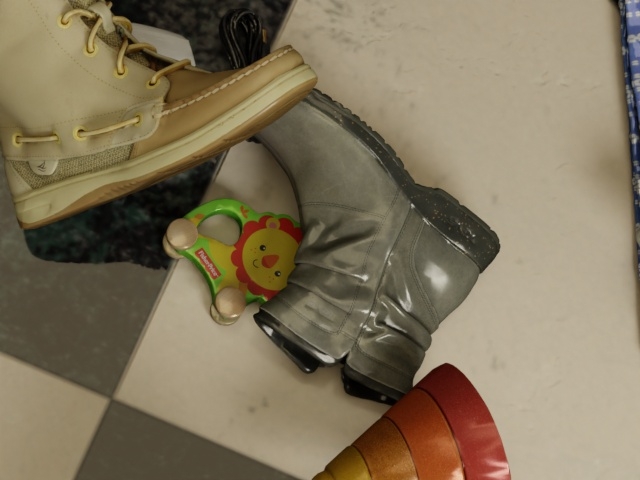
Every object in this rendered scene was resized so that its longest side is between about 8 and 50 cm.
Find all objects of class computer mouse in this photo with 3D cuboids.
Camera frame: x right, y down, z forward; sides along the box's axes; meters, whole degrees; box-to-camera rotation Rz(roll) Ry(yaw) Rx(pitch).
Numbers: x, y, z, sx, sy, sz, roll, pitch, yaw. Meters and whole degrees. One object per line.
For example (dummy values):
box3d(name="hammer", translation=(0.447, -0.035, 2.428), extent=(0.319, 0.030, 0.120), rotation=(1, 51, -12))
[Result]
box3d(name="computer mouse", translation=(-0.132, -0.128, 1.311), extent=(0.193, 0.042, 0.106), rotation=(2, 77, -4))

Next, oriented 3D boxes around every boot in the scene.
box3d(name="boot", translation=(0.000, 0.000, 1.255), extent=(0.246, 0.083, 0.161), rotation=(38, 76, -7))
box3d(name="boot", translation=(-0.143, -0.139, 1.215), extent=(0.262, 0.095, 0.203), rotation=(-21, 92, 33))

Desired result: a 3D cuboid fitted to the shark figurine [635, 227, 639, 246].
box3d(name="shark figurine", translation=(0.388, -0.019, 1.255), extent=(0.278, 0.116, 0.166), rotation=(-34, 83, -13))

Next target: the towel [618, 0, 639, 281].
box3d(name="towel", translation=(0.357, -0.063, 1.334), extent=(0.243, 0.040, 0.336), rotation=(-2, 76, -5))

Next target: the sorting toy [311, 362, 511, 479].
box3d(name="sorting toy", translation=(0.092, 0.269, 1.169), extent=(0.126, 0.127, 0.365), rotation=(-15, 73, -17))

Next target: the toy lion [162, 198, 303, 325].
box3d(name="toy lion", translation=(-0.053, 0.010, 1.290), extent=(0.096, 0.034, 0.100), rotation=(-34, 83, -19))
